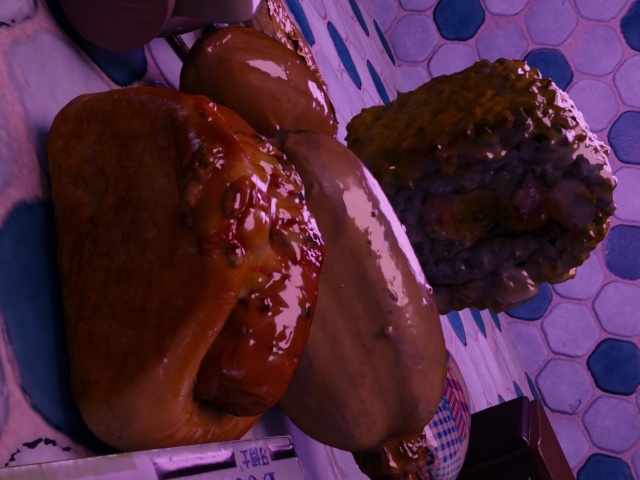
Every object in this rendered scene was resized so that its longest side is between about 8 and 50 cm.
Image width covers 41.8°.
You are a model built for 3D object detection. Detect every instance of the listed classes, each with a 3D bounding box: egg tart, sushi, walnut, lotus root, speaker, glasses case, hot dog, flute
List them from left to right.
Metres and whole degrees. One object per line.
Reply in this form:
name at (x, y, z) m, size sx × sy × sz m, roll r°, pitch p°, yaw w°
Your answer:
hot dog at (-0.081, 0.003, 0.544) m, size 0.150 × 0.153 × 0.257 m, roll 41°, pitch 29°, yaw -57°
flute at (-0.106, -0.149, 0.946) m, size 0.269 × 0.014 × 0.014 m, roll 53°, pitch 20°, yaw -37°
walnut at (-0.059, -0.128, 0.845) m, size 0.245 × 0.137 × 0.137 m, roll 43°, pitch 27°, yaw -54°
egg tart at (-0.059, -0.209, 1.046) m, size 0.234 × 0.094 × 0.234 m, roll 57°, pitch 15°, yaw -24°
lotus root at (0.016, 0.068, 0.735) m, size 0.151 × 0.169 × 0.343 m, roll -117°, pitch -178°, yaw -83°
glasses case at (0.150, 0.221, 1.119) m, size 0.125 × 0.076 × 0.327 m, roll 64°, pitch 15°, yaw -1°
sushi at (0.249, -0.074, 1.314) m, size 0.240 × 0.396 × 0.351 m, roll -95°, pitch 161°, yaw -58°
speaker at (0.272, 0.349, 1.184) m, size 0.192 × 0.153 × 0.231 m, roll 65°, pitch 15°, yaw 1°

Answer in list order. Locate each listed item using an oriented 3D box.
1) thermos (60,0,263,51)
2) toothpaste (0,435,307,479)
thermos at (-0.129, -0.247, 0.755) m, size 0.265 × 0.176 × 0.146 m, roll -76°, pitch 177°, yaw -60°
toothpaste at (-0.101, 0.146, 0.405) m, size 0.067 × 0.081 × 0.336 m, roll 67°, pitch 15°, yaw 17°
